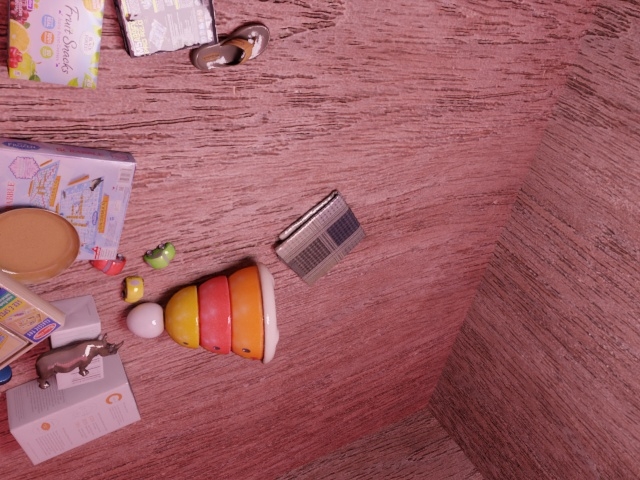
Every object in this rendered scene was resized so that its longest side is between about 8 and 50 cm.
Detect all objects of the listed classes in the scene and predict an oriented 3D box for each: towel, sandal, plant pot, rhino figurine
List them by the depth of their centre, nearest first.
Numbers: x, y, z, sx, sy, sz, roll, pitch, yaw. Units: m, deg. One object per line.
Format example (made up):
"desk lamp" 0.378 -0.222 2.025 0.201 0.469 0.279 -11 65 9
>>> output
"plant pot" -0.735 0.011 1.266 0.237 0.032 0.236 -20 134 -22
"sandal" -0.224 -0.492 1.298 0.220 0.060 0.089 -24 136 -19
"rhino figurine" -0.684 0.333 1.436 0.244 0.073 0.106 -17 135 -26
"towel" 0.000 0.000 1.904 0.324 0.056 0.312 -42 142 -3

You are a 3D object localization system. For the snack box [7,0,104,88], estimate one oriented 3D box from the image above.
"snack box" -0.567 -0.445 1.075 0.175 0.070 0.207 -1 126 -36

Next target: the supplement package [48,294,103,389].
"supplement package" -0.747 0.310 1.528 0.134 0.139 0.243 -9 128 -31

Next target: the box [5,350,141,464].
"box" -0.806 0.545 1.663 0.346 0.168 0.214 -19 133 -23

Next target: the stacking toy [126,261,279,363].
"stacking toy" -0.395 0.257 1.690 0.481 0.350 0.350 -3 128 -12

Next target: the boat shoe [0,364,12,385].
"boat shoe" -1.029 0.397 1.440 0.259 0.109 0.089 4 130 -20

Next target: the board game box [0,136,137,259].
"board game box" -0.671 -0.092 1.298 0.318 0.066 0.318 2 123 -38

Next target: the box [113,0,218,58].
"box" -0.358 -0.569 1.135 0.216 0.060 0.269 -20 134 -22

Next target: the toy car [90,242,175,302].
"toy car" -0.548 0.084 1.550 0.225 0.053 0.239 -30 138 -12

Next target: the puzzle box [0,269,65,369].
"puzzle box" -0.910 0.241 1.275 0.409 0.052 0.272 -35 128 5
